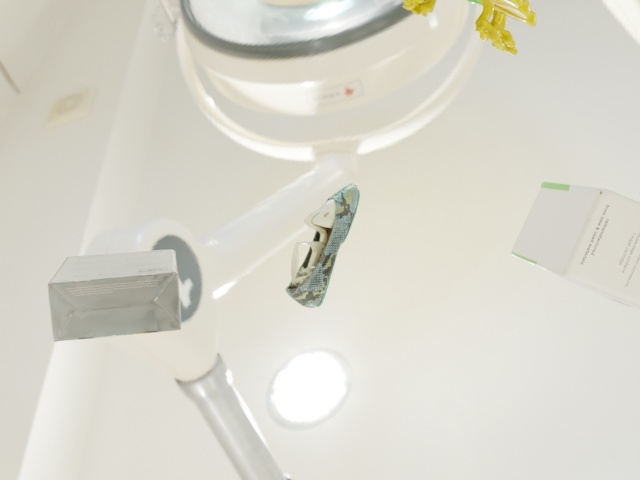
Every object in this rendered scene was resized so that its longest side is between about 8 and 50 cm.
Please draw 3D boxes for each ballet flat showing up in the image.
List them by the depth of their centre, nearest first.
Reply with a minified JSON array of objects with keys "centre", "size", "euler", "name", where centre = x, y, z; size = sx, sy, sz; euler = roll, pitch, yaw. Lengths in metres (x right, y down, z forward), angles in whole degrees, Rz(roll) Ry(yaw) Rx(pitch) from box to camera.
[{"centre":[0.000,0.000,1.099],"size":[0.070,0.070,0.188],"euler":[8,-103,46],"name":"ballet flat"}]

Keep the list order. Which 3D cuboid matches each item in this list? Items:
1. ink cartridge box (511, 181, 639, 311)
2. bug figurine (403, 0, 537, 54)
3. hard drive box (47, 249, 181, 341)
[{"centre":[0.407,0.031,0.977],"size":[0.198,0.273,0.114],"euler":[-125,-123,-82],"name":"ink cartridge box"},{"centre":[0.025,-0.205,0.468],"size":[0.279,0.216,0.072],"euler":[32,-81,21],"name":"bug figurine"},{"centre":[-0.310,0.078,1.217],"size":[0.181,0.089,0.232],"euler":[-4,-171,-10],"name":"hard drive box"}]
